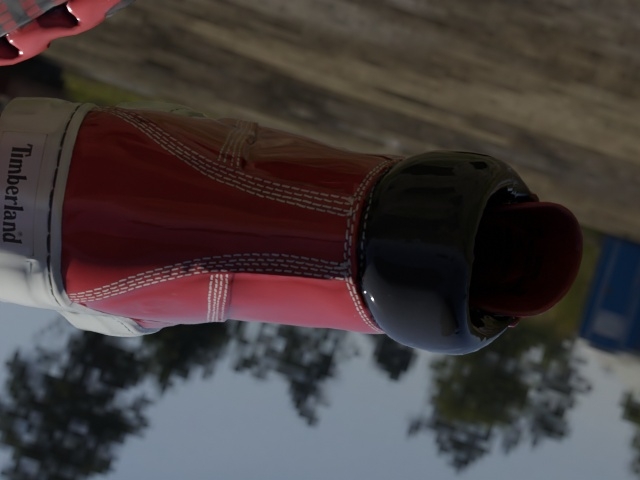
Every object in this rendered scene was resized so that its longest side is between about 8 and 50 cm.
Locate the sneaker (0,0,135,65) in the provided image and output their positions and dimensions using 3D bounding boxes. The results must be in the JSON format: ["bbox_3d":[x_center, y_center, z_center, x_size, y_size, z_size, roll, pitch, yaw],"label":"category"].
[{"bbox_3d":[-0.152,-0.088,0.440,0.276,0.097,0.135,-4,173,22],"label":"sneaker"}]

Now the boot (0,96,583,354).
[{"bbox_3d":[0.000,0.000,0.650,0.176,0.088,0.244,6,-179,6],"label":"boot"}]
